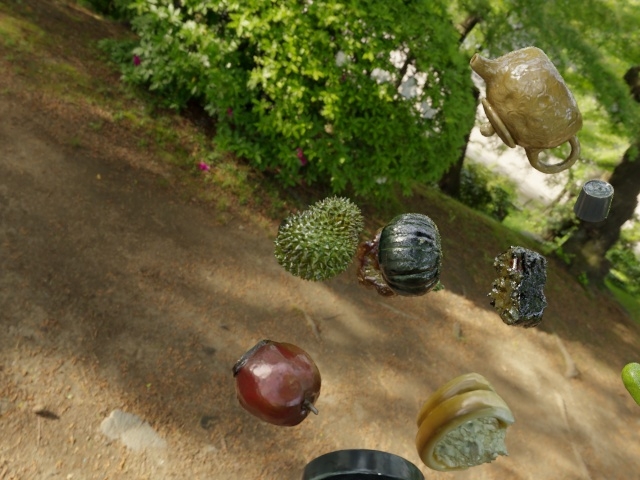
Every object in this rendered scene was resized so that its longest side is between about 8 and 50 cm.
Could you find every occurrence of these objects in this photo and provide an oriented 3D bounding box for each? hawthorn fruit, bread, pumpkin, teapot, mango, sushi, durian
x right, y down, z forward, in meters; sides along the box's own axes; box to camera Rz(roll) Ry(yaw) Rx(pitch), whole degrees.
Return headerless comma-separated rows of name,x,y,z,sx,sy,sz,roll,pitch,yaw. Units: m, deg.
hawthorn fruit,-0.092,0.361,1.273,0.250,0.215,0.215,18,16,39
bread,0.229,0.088,1.761,0.246,0.232,0.135,50,10,14
pumpkin,0.237,0.038,1.326,0.162,0.220,0.220,3,26,17
teapot,0.394,-0.246,0.992,0.311,0.167,0.203,47,25,-24
mango,0.752,0.343,1.195,0.073,0.056,0.108,6,67,-36
bread,0.542,0.700,1.930,0.329,0.423,0.245,20,33,-1
sushi,0.522,0.126,1.366,0.115,0.147,0.212,11,80,-11
durian,0.002,0.003,1.484,0.224,0.291,0.291,59,33,1

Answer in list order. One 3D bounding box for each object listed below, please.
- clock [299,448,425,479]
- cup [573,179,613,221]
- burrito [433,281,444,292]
clock,0.120,0.732,1.468,0.386,0.386,0.076,26,36,-15
cup,0.672,-0.107,1.247,0.078,0.077,0.100,12,49,21
burrito,0.365,0.060,1.842,0.288,0.054,0.104,63,-5,4
